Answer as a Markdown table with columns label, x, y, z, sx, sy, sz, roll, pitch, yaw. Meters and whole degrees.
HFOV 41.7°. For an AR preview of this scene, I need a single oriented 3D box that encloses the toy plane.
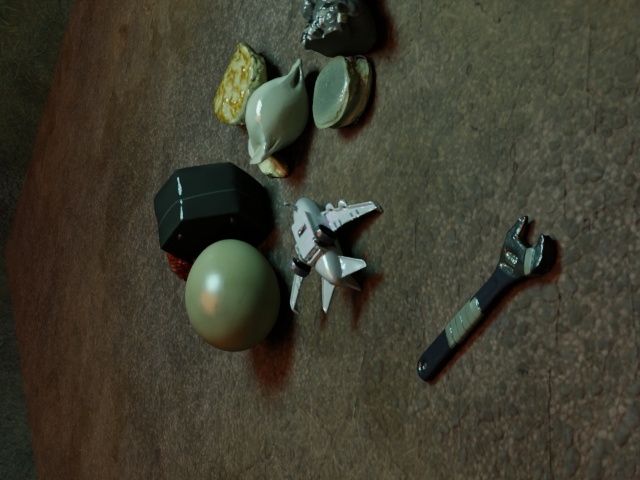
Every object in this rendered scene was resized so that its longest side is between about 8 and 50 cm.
| label | x | y | z | sx | sy | sz | roll | pitch | yaw |
| --- | --- | --- | --- | --- | --- | --- | --- | --- | --- |
| toy plane | -0.003 | -0.001 | 1.483 | 0.251 | 0.101 | 0.255 | -51 | 41 | 22 |

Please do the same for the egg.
| label | x | y | z | sx | sy | sz | roll | pitch | yaw |
| --- | --- | --- | --- | --- | --- | --- | --- | --- | --- |
| egg | -0.173 | 0.104 | 1.652 | 0.186 | 0.186 | 0.241 | -50 | 37 | 41 |

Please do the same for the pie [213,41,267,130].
| label | x | y | z | sx | sy | sz | roll | pitch | yaw |
| --- | --- | --- | --- | --- | --- | --- | --- | --- | --- |
| pie | -0.168 | -0.337 | 1.849 | 0.205 | 0.084 | 0.179 | 51 | 124 | 53 |

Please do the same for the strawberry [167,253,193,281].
| label | x | y | z | sx | sy | sz | roll | pitch | yaw |
| --- | --- | --- | --- | --- | --- | --- | --- | --- | --- |
| strawberry | -0.309 | 0.000 | 1.978 | 0.175 | 0.107 | 0.236 | 36 | 114 | 56 |

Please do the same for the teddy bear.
| label | x | y | z | sx | sy | sz | roll | pitch | yaw |
| --- | --- | --- | --- | --- | --- | --- | --- | --- | --- |
| teddy bear | 0.023 | -0.442 | 1.513 | 0.171 | 0.144 | 0.251 | 136 | 137 | -65 |

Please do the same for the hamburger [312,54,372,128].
| label | x | y | z | sx | sy | sz | roll | pitch | yaw |
| --- | --- | --- | --- | --- | --- | --- | --- | --- | --- |
| hamburger | 0.037 | -0.265 | 1.519 | 0.140 | 0.062 | 0.133 | -39 | 47 | 51 |

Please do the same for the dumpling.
| label | x | y | z | sx | sy | sz | roll | pitch | yaw |
| --- | --- | --- | --- | --- | --- | --- | --- | --- | --- |
| dumpling | -0.089 | -0.251 | 1.674 | 0.229 | 0.124 | 0.151 | -61 | 12 | -5 |

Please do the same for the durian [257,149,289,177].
| label | x | y | z | sx | sy | sz | roll | pitch | yaw |
| --- | --- | --- | --- | --- | --- | --- | --- | --- | --- |
| durian | -0.104 | -0.166 | 1.734 | 0.130 | 0.052 | 0.066 | 13 | 95 | 56 |

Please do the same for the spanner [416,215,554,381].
| label | x | y | z | sx | sy | sz | roll | pitch | yaw |
| --- | --- | --- | --- | --- | --- | --- | --- | --- | --- |
| spanner | 0.218 | 0.091 | 1.177 | 0.316 | 0.024 | 0.087 | -57 | 37 | 37 |

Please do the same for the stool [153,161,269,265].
| label | x | y | z | sx | sy | sz | roll | pitch | yaw |
| --- | --- | --- | --- | --- | --- | --- | --- | --- | --- |
| stool | -0.226 | -0.052 | 1.754 | 0.232 | 0.232 | 0.141 | -46 | 48 | 44 |
